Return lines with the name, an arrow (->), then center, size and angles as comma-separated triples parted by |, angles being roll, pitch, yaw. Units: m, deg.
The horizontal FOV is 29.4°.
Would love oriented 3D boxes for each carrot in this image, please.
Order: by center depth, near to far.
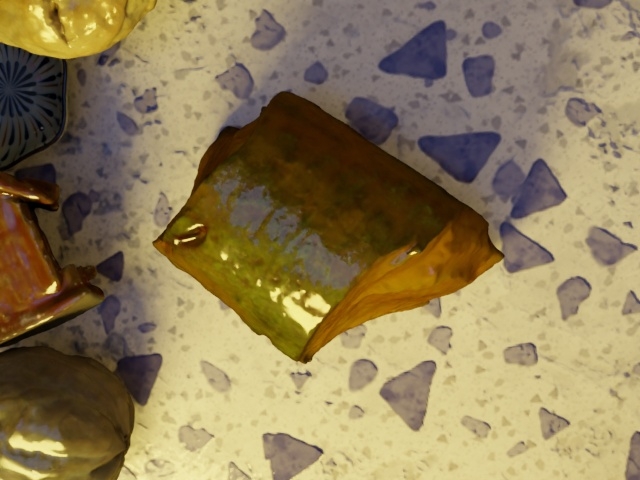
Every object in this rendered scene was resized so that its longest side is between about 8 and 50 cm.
carrot -> 0.000, 0.000, 1.281 | 0.340, 0.241, 0.241 | 36, 102, 3

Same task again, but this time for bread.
bread -> -0.274, -0.313, 1.279 | 0.244, 0.134, 0.244 | -7, 66, 15

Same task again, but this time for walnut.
walnut -> -0.325, 0.218, 1.385 | 0.224, 0.224, 0.224 | 1, 99, 8

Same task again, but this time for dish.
dish -> -0.361, -0.175, 1.393 | 0.190, 0.066, 0.191 | 1, 98, 11

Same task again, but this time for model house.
model house -> -0.368, 0.007, 1.359 | 0.219, 0.199, 0.229 | -23, 94, 2
